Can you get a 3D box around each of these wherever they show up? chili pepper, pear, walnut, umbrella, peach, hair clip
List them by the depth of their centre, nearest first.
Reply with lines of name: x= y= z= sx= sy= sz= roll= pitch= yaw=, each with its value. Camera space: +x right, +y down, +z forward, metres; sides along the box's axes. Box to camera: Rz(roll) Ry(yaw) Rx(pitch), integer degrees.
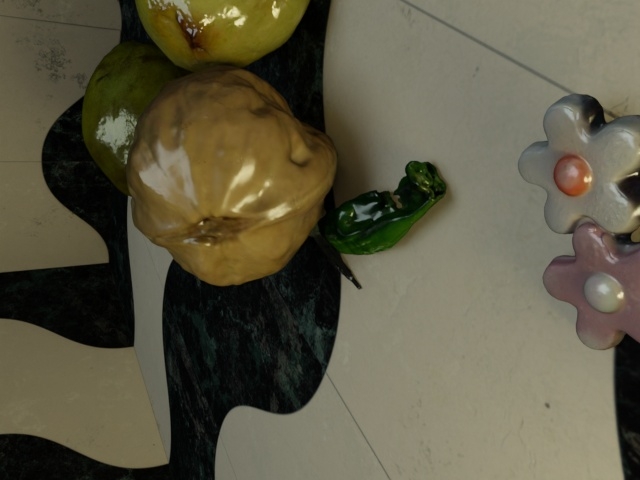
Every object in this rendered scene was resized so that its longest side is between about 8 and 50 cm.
hair clip: x=0.273 y=-0.014 z=0.522 sx=0.146 sy=0.075 sz=0.257 roll=-6 pitch=94 yaw=55
chili pepper: x=0.090 y=-0.036 z=0.813 sx=0.253 sy=0.083 sz=0.099 roll=-30 pitch=60 yaw=53
walnut: x=-0.153 y=-0.120 z=0.923 sx=0.383 sy=0.383 sz=0.384 roll=13 pitch=106 yaw=58
peach: x=-0.182 y=-0.455 z=0.964 sx=0.314 sy=0.281 sz=0.316 roll=9 pitch=57 yaw=48
umbrella: x=0.004 y=-0.004 z=1.009 sx=0.044 sy=0.044 sz=0.269 roll=-47 pitch=52 yaw=4
pear: x=-0.438 y=-0.315 z=1.413 sx=0.352 sy=0.351 sz=0.414 roll=-17 pitch=76 yaw=59
